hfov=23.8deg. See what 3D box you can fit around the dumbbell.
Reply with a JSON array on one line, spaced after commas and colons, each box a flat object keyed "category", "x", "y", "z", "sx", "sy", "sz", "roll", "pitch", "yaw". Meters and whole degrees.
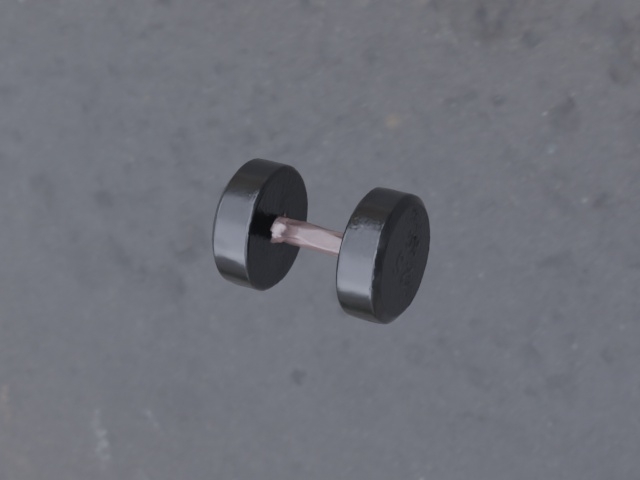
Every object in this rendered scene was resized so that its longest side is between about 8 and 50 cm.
[{"category": "dumbbell", "x": 0.000, "y": 0.000, "z": 1.740, "sx": 0.218, "sy": 0.152, "sz": 0.152, "roll": 14, "pitch": 116, "yaw": 24}]
